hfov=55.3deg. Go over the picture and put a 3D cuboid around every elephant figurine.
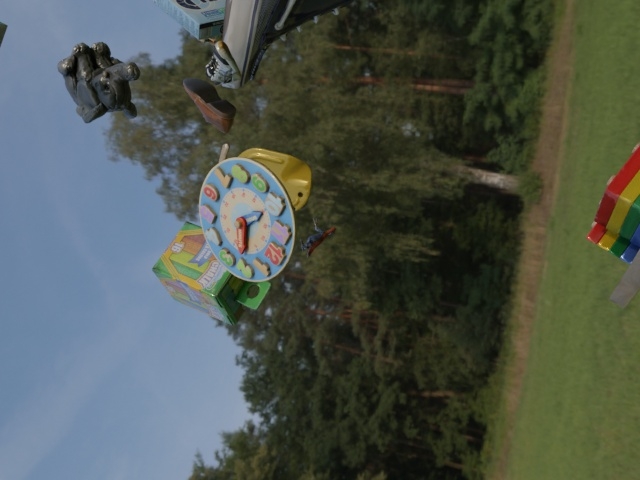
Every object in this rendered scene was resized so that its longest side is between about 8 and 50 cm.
[{"bbox_3d":[-0.498,-0.344,1.417,0.169,0.239,0.186,-40,-32,-9],"label":"elephant figurine"}]

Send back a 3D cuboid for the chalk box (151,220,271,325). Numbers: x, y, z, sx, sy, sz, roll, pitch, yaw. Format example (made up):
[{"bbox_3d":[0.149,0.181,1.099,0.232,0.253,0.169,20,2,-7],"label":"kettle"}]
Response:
[{"bbox_3d":[-0.207,0.075,1.252,0.132,0.213,0.132,-60,-26,-27],"label":"chalk box"}]

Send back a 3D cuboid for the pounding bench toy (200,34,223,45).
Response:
[{"bbox_3d":[-0.287,-0.531,1.572,0.083,0.052,0.065,-58,1,-14],"label":"pounding bench toy"}]

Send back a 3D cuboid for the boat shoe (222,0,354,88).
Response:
[{"bbox_3d":[-0.039,-0.304,0.791,0.340,0.158,0.127,128,144,-66],"label":"boat shoe"}]

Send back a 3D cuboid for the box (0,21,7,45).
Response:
[{"bbox_3d":[-0.718,-0.319,1.091,0.262,0.126,0.231,-88,24,-78],"label":"box"}]

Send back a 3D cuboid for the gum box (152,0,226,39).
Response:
[{"bbox_3d":[-0.271,-0.539,1.414,0.157,0.184,0.041,-29,-30,-36],"label":"gum box"}]

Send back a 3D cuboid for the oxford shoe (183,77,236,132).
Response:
[{"bbox_3d":[-0.296,-0.351,1.578,0.076,0.212,0.076,-17,-39,-35],"label":"oxford shoe"}]

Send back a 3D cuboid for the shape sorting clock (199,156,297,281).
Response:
[{"bbox_3d":[-0.123,-0.031,0.988,0.040,0.206,0.206,-28,-54,-54],"label":"shape sorting clock"}]

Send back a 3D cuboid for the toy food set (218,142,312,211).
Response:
[{"bbox_3d":[-0.112,-0.138,1.300,0.071,0.217,0.128,-44,-32,-64],"label":"toy food set"}]

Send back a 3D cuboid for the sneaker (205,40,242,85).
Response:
[{"bbox_3d":[-0.111,-0.191,0.675,0.083,0.036,0.032,74,173,-84],"label":"sneaker"}]

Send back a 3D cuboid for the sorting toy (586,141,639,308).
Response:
[{"bbox_3d":[0.416,-0.072,0.724,0.257,0.089,0.255,-51,-25,-6],"label":"sorting toy"}]

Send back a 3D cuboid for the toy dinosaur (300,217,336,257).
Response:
[{"bbox_3d":[0.000,0.000,1.251,0.047,0.082,0.090,81,168,-51],"label":"toy dinosaur"}]
